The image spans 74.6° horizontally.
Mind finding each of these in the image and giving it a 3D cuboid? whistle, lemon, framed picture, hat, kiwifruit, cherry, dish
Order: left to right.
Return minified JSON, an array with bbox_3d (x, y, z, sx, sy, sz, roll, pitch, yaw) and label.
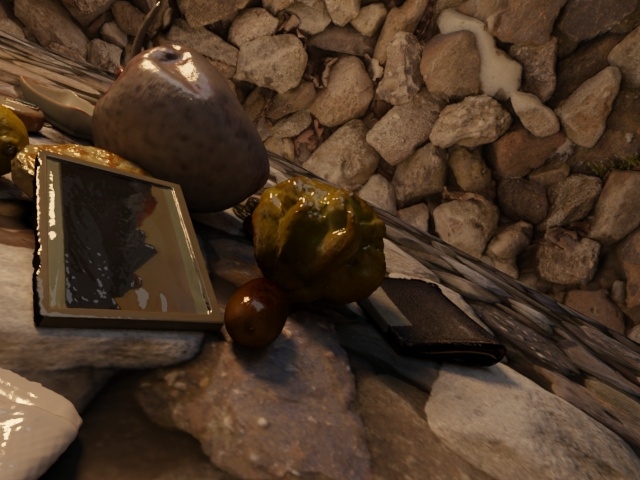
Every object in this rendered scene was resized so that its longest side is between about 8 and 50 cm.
[{"bbox_3d":[-0.469,-0.143,0.581,0.132,0.109,0.109,17,10,19],"label":"lemon"},{"bbox_3d":[-0.664,-0.275,0.843,0.219,0.057,0.107,16,17,-30],"label":"whistle"},{"bbox_3d":[-0.618,-0.315,1.038,0.212,0.077,0.151,29,12,14],"label":"dish"},{"bbox_3d":[-0.237,-0.004,0.511,0.192,0.018,0.266,12,38,-43],"label":"framed picture"},{"bbox_3d":[-0.264,-0.203,0.810,0.334,0.291,0.326,39,-9,1],"label":"cherry"},{"bbox_3d":[-0.164,-0.079,1.037,0.121,0.051,0.121,22,13,-5],"label":"hat"},{"bbox_3d":[-0.077,0.087,0.514,0.075,0.075,0.124,25,9,-3],"label":"kiwifruit"}]

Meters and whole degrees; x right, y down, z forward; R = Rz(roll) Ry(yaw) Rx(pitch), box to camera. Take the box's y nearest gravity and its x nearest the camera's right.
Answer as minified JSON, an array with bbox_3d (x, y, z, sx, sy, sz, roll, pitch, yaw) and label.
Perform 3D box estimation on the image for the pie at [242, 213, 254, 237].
[{"bbox_3d":[-0.100,-0.014,0.930,0.153,0.038,0.153,26,11,-6],"label":"pie"}]

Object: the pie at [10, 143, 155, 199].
[{"bbox_3d":[-0.329,-0.070,0.615,0.205,0.084,0.179,27,21,-16],"label":"pie"}]

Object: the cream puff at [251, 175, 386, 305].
[{"bbox_3d":[-0.007,0.005,0.681,0.244,0.244,0.196,19,51,-27],"label":"cream puff"}]

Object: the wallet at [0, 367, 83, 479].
[{"bbox_3d":[-0.223,0.118,0.213,0.124,0.032,0.183,24,14,2],"label":"wallet"}]

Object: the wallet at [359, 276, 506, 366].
[{"bbox_3d":[0.198,0.153,0.818,0.262,0.072,0.221,14,22,-30],"label":"wallet"}]
